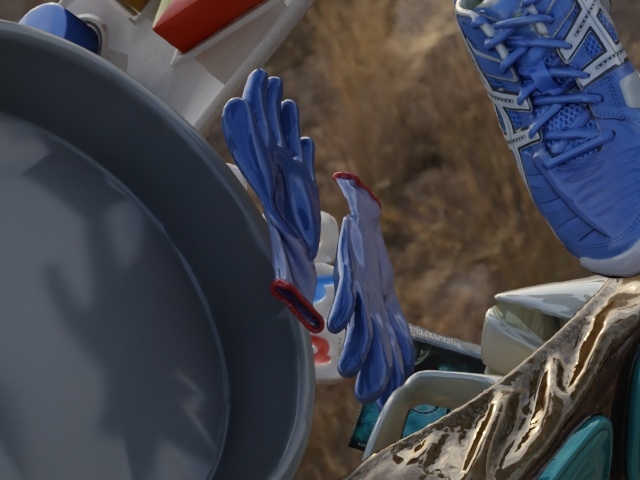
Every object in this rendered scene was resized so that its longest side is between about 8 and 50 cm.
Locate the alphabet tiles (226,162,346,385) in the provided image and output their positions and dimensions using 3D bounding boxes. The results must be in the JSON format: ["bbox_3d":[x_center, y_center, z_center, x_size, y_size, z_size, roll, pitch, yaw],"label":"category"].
[{"bbox_3d":[-0.121,0.046,1.257,0.278,0.021,0.284,-3,45,-2],"label":"alphabet tiles"}]

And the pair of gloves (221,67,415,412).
[{"bbox_3d":[0.000,0.000,0.950,0.023,0.198,0.159,-22,51,20],"label":"pair of gloves"}]

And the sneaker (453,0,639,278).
[{"bbox_3d":[0.101,-0.076,0.782,0.080,0.081,0.211,-35,58,27],"label":"sneaker"}]

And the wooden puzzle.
[{"bbox_3d":[-0.183,-0.195,1.631,0.348,0.080,0.322,-55,43,8],"label":"wooden puzzle"}]

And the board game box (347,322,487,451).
[{"bbox_3d":[0.130,0.151,1.500,0.186,0.126,0.026,17,25,-2],"label":"board game box"}]

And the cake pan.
[{"bbox_3d":[-0.129,0.025,0.829,0.054,0.293,0.293,-38,21,35],"label":"cake pan"}]

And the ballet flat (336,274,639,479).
[{"bbox_3d":[0.106,0.084,0.825,0.124,0.116,0.342,21,36,32],"label":"ballet flat"}]
